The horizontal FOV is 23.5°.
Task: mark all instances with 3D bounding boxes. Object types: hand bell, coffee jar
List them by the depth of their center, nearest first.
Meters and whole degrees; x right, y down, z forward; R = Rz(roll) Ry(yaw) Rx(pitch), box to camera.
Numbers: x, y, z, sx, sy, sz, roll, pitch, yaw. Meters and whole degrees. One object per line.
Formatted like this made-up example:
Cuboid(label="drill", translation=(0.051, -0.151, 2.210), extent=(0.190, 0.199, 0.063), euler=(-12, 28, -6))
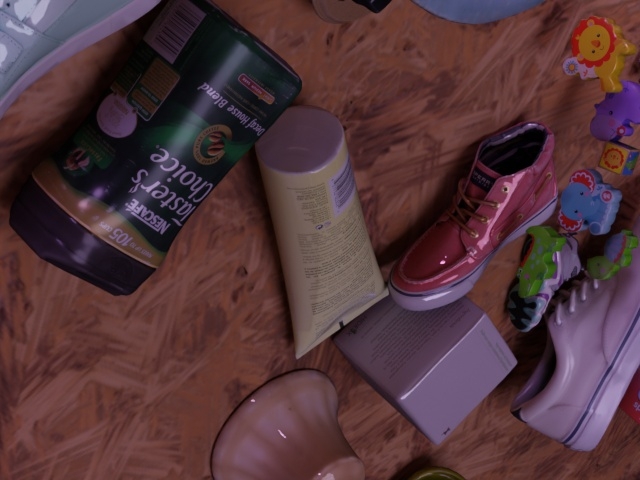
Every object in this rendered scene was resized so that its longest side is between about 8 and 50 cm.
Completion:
Cuboid(label="coffee jar", translation=(-0.101, -0.055, 0.934), extent=(0.184, 0.079, 0.096), euler=(-51, 144, 4))
Cuboid(label="hand bell", translation=(0.036, 0.219, 1.187), extent=(0.126, 0.242, 0.126), euler=(-27, 139, -27))

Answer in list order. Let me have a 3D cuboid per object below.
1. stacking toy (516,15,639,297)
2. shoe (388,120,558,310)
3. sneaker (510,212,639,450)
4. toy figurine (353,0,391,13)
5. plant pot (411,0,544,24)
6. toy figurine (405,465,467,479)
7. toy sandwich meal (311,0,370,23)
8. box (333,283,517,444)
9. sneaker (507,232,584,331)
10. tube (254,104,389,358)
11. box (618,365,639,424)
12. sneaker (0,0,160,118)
Cuboid(label="stacking toy", translation=(0.224, -0.065, 1.232), extent=(0.167, 0.052, 0.221), euler=(-3, 114, -56))
Cuboid(label="shoe", translation=(0.119, -0.023, 1.207), extent=(0.178, 0.063, 0.081), euler=(-36, 141, -25))
Cuboid(label="sneaker", translation=(0.252, 0.069, 1.395), extent=(0.091, 0.094, 0.258), euler=(20, 102, -7))
Cuboid(label="toy figurine", translation=(0.026, -0.248, 0.827), extent=(0.209, 0.148, 0.213), euler=(-33, 143, -44))
Cuboid(label="plant pot", translation=(-0.012, -0.301, 0.548), extent=(0.341, 0.334, 0.341), euler=(-43, 151, -31))
Cuboid(label="toy figurine", translation=(0.126, 0.383, 1.534), extent=(0.191, 0.217, 0.362), euler=(-30, 98, -1))
Cuboid(label="toy sandwich meal", translation=(0.019, -0.179, 0.989), extent=(0.086, 0.029, 0.085), euler=(-31, 145, -25))
Cuboid(label="box", translation=(0.086, 0.091, 1.251), extent=(0.102, 0.087, 0.101), euler=(-44, 144, -5))
Cuboid(label="sneaker", translation=(0.207, 0.035, 1.366), extent=(0.069, 0.038, 0.098), euler=(-14, 132, -37))
Cuboid(label="tube", translation=(0.000, 0.000, 1.114), extent=(0.070, 0.062, 0.240), euler=(-1, 145, 10))
Cuboid(label="box", translation=(0.374, 0.139, 1.447), extent=(0.128, 0.257, 0.122), euler=(7, 119, -48))
Cuboid(label="sneaker", translation=(-0.188, -0.131, 0.762), extent=(0.256, 0.094, 0.151), euler=(-43, 151, -24))
